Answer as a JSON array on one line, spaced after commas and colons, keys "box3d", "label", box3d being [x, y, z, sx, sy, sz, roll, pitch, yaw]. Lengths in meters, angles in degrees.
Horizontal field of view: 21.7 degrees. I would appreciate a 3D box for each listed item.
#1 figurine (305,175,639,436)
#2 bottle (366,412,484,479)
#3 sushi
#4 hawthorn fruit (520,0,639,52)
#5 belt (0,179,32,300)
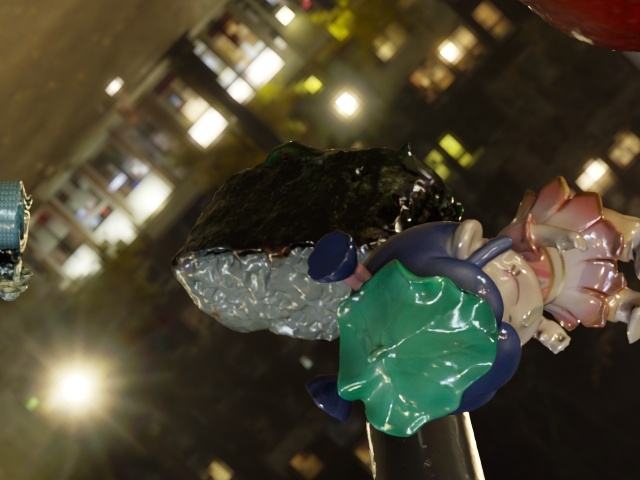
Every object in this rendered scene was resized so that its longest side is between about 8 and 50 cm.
[{"box3d": [0.084, 0.035, 0.861, 0.195, 0.102, 0.111, -19, 124, -39], "label": "figurine"}, {"box3d": [0.073, 0.170, 1.036, 0.082, 0.072, 0.244, -55, -165, 19], "label": "bottle"}, {"box3d": [0.000, 0.000, 1.307, 0.225, 0.124, 0.127, -7, -134, 37], "label": "sushi"}, {"box3d": [0.219, -0.248, 1.003, 0.307, 0.265, 0.265, -2, -141, 44], "label": "hawthorn fruit"}, {"box3d": [-0.277, -0.002, 1.445, 0.179, 0.065, 0.100, -179, -87, -85], "label": "belt"}]
